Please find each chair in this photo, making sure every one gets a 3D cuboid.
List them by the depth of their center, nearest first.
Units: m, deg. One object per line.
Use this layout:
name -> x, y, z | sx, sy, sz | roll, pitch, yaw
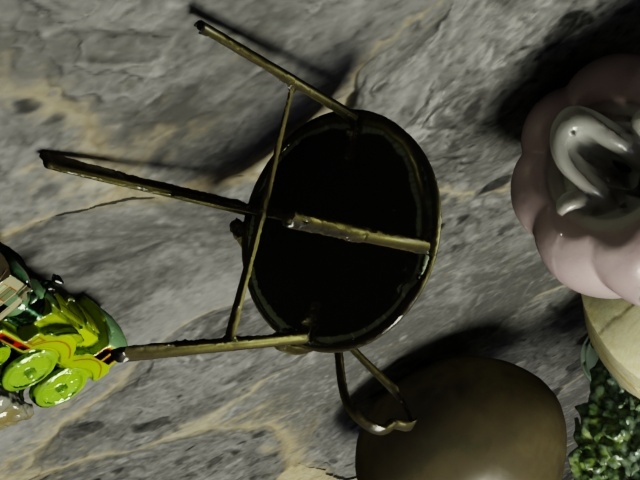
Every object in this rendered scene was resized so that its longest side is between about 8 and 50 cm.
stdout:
chair -> 0.000, 0.000, 0.899 | 0.170, 0.160, 0.325 | -38, 151, 24

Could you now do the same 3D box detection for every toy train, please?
toy train -> -0.197, 0.043, 0.896 | 0.085, 0.053, 0.249 | -38, 156, 3

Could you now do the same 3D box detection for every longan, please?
longan -> 0.129, 0.208, 1.419 | 0.196, 0.197, 0.220 | -11, 157, -34

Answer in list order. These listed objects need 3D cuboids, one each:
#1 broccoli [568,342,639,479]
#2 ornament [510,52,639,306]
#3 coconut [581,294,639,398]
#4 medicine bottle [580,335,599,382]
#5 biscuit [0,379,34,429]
broccoli -> 0.398, 0.200, 1.440 | 0.249, 0.375, 0.302 | -10, 143, 32
ornament -> 0.215, -0.041, 1.019 | 0.177, 0.177, 0.177 | -23, 156, -11
coconut -> 0.314, 0.038, 1.258 | 0.202, 0.202, 0.222 | -27, 158, -1
medicine bottle -> 0.362, 0.134, 1.672 | 0.074, 0.074, 0.218 | -38, 157, 22
biscuit -> -0.298, 0.096, 0.908 | 0.141, 0.038, 0.290 | -30, 155, 7
